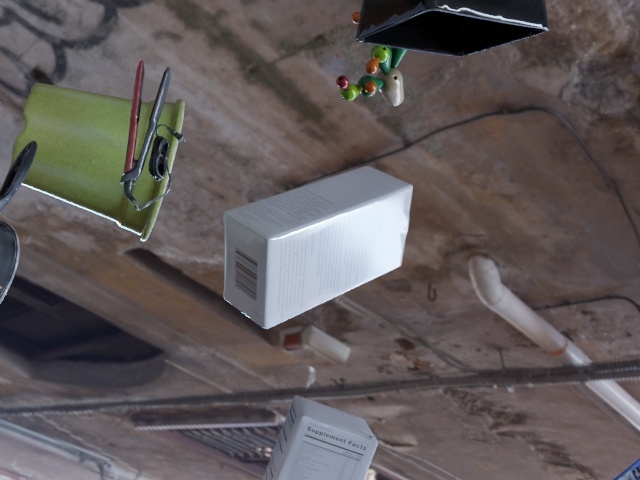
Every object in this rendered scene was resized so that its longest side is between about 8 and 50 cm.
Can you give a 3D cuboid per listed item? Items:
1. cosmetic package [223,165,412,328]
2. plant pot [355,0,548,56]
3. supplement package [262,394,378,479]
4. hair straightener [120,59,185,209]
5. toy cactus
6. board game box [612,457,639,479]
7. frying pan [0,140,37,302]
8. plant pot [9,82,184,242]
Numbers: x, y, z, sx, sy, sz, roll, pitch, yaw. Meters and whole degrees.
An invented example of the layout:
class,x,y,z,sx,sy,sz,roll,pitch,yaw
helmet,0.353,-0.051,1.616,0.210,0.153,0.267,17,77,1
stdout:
class,x,y,z,sx,sy,sz,roll,pitch,yaw
cosmetic package,0.000,0.000,1.599,0.161,0.453,0.230,30,-53,38
plant pot,0.170,-0.352,0.912,0.187,0.188,0.167,-174,-97,-64
supplement package,-0.018,0.405,1.143,0.134,0.138,0.244,-166,-83,-82
hair straightener,-0.252,-0.158,1.060,0.047,0.088,0.231,148,-51,-74
toy cactus,0.103,-0.311,1.230,0.112,0.180,0.219,14,-116,28
board game box,0.376,0.281,0.628,0.160,0.047,0.210,113,-30,-42
frying pan,-0.468,-0.001,0.969,0.197,0.053,0.326,21,-105,37
plant pot,-0.407,-0.161,1.248,0.276,0.253,0.276,-164,-90,-72
